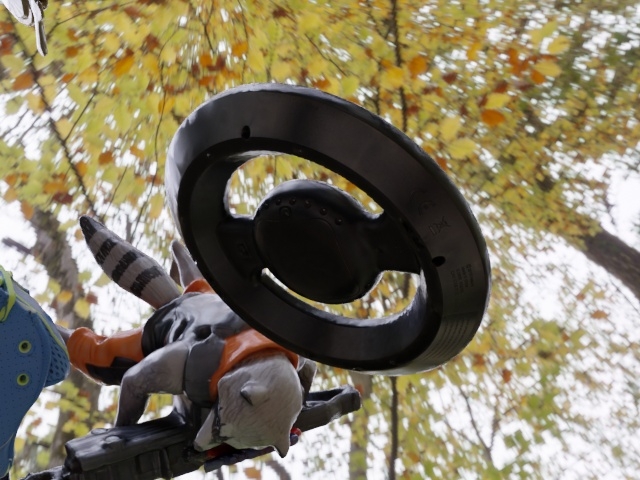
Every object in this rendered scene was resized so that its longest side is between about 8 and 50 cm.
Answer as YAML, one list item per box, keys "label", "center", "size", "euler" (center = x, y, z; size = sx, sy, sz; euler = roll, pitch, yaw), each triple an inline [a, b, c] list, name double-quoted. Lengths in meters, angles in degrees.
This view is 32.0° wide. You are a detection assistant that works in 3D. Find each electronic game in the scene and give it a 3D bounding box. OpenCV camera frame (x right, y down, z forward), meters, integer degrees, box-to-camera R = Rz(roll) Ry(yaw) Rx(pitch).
- label: "electronic game"
  center: [0.000, 0.000, 0.711]
  size: [0.229, 0.048, 0.229]
  euler: [20, -43, 20]

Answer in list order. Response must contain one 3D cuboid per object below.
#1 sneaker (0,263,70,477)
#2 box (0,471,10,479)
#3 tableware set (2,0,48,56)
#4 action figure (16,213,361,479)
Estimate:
- label: "sneaker"
  center: [-0.180, 0.013, 0.517]
  size: [0.126, 0.091, 0.240]
  euler: [0, -73, -25]
- label: "box"
  center: [-0.299, 0.192, 1.010]
  size: [0.036, 0.136, 0.225]
  euler: [-4, -109, -16]
- label: "tableware set"
  center: [-0.252, -0.256, 0.923]
  size: [0.039, 0.194, 0.128]
  euler: [-33, -106, -23]
- label: "action figure"
  center: [-0.149, 0.105, 0.968]
  size: [0.341, 0.330, 0.178]
  euler: [-16, -65, -37]
